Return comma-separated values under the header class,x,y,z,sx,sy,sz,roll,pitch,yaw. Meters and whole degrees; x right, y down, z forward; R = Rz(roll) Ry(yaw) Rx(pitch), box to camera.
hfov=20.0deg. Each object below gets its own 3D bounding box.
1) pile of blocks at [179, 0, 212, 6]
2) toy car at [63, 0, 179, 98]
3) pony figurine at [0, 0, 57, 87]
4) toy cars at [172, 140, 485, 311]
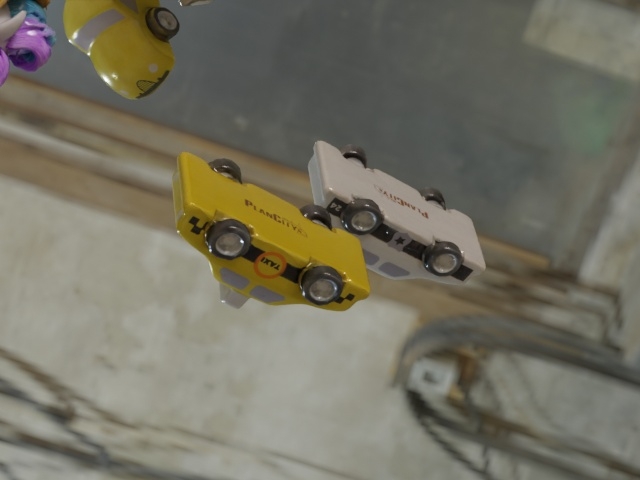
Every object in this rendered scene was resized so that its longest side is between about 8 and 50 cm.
class,x,y,z,sx,sy,sz,roll,pitch,yaw
pile of blocks,-0.075,-0.213,0.961,0.113,0.149,0.362,-33,2,22
toy car,-0.147,-0.234,1.174,0.239,0.053,0.225,40,114,40
pony figurine,-0.394,-0.092,1.420,0.303,0.363,0.351,80,-163,-76
toy cars,0.000,0.000,1.608,0.087,0.176,0.394,-50,-21,26
